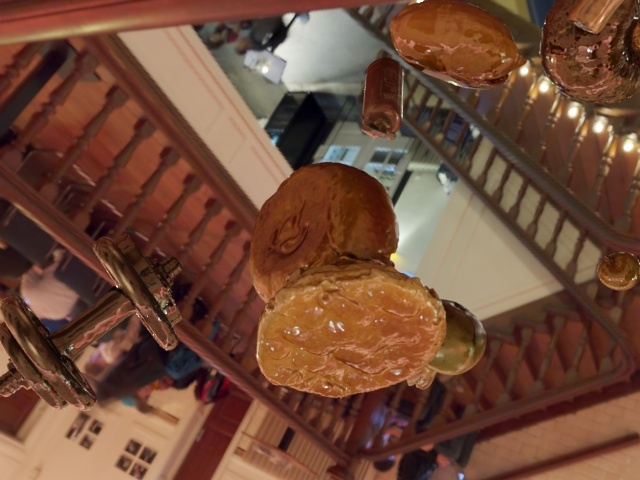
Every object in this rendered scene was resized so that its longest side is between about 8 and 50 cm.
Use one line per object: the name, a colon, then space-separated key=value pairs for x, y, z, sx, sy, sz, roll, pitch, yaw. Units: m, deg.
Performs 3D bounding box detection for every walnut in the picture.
walnut: x=0.233 y=-0.329 z=1.078 sx=0.245 sy=0.137 sz=0.137 roll=18 pitch=157 yaw=-4

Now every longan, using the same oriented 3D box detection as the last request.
longan: x=0.548 y=0.052 z=1.178 sx=0.083 sy=0.075 sz=0.075 roll=44 pitch=152 yaw=-26

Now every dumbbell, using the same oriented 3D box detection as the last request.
dumbbell: x=-0.317 y=0.116 z=0.893 sx=0.192 sy=0.290 sz=0.192 roll=45 pitch=160 yaw=21

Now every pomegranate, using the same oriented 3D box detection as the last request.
pomegranate: x=0.272 y=0.230 z=1.418 sx=0.179 sy=0.179 sz=0.211 roll=21 pitch=129 yaw=17

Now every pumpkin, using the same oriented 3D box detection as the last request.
pumpkin: x=0.614 y=-0.420 z=1.387 sx=0.242 sy=0.232 sz=0.325 roll=12 pitch=146 yaw=46

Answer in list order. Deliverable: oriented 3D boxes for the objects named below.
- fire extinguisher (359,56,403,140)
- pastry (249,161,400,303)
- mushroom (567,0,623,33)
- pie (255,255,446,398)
fire extinguisher: x=0.140 y=-0.320 z=1.491 sx=0.104 sy=0.269 sz=0.105 roll=5 pitch=136 yaw=5
pastry: x=0.000 y=0.000 z=1.297 sx=0.356 sy=0.356 sz=0.163 roll=3 pitch=163 yaw=45
mushroom: x=0.498 y=-0.438 z=1.045 sx=0.207 sy=0.207 sz=0.215 roll=30 pitch=123 yaw=-3
pie: x=0.050 y=0.155 z=1.084 sx=0.339 sy=0.083 sz=0.340 roll=-2 pitch=133 yaw=-2
